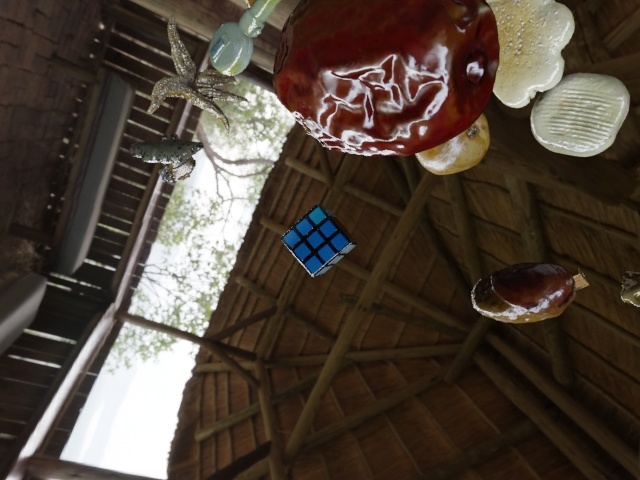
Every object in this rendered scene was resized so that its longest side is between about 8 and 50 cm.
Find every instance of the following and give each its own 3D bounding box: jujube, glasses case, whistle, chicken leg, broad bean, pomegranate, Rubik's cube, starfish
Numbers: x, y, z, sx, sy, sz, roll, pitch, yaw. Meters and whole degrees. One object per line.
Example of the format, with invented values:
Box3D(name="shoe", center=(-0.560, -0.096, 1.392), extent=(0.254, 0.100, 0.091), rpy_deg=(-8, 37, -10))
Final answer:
Box3D(name="jujube", center=(0.083, -0.279, 0.672), extent=(0.377, 0.276, 0.276), rpy_deg=(15, -97, 40))
Box3D(name="glasses case", center=(0.753, 0.147, 1.316), extent=(0.170, 0.065, 0.041), rpy_deg=(-36, -156, 34))
Box3D(name="whistle", center=(-0.155, -0.423, 0.827), extent=(0.198, 0.057, 0.104), rpy_deg=(-39, -113, 28))
Box3D(name="chicken leg", center=(-0.502, -0.283, 1.448), extent=(0.196, 0.125, 0.080), rpy_deg=(-60, -139, 43))
Box3D(name="broad bean", center=(0.475, 0.118, 0.980), extent=(0.229, 0.122, 0.156), rpy_deg=(-9, -129, 33))
Box3D(name="pomegranate", center=(0.435, -0.345, 1.406), extent=(0.252, 0.229, 0.270), rpy_deg=(-27, -169, -9))
Box3D(name="Rubik's cube", center=(0.000, 0.000, 1.289), extent=(0.162, 0.160, 0.163), rpy_deg=(-42, 172, 10))
Box3D(name="starfish", center=(-0.370, -0.496, 1.306), extent=(0.084, 0.294, 0.301), rpy_deg=(-3, -103, 52))

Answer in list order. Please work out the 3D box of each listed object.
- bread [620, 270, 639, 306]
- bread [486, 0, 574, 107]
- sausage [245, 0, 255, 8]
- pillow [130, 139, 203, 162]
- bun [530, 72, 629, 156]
Box3D(name="bread", center=(0.788, 0.124, 0.892), extent=(0.232, 0.128, 0.087), rpy_deg=(19, -71, 31))
Box3D(name="bread", center=(0.365, -0.387, 0.765), extent=(0.250, 0.039, 0.182), rpy_deg=(69, -22, 5))
Box3D(name="sausage", center=(-0.175, -0.865, 1.319), extent=(0.328, 0.112, 0.112), rpy_deg=(-30, -137, 54))
Box3D(name="pillow", center=(-0.479, -0.269, 1.260), extent=(0.051, 0.241, 0.093), rpy_deg=(81, 12, -55))
Box3D(name="bun", center=(1.095, -0.528, 1.745), extent=(0.361, 0.361, 0.213), rpy_deg=(-60, 164, 26))
